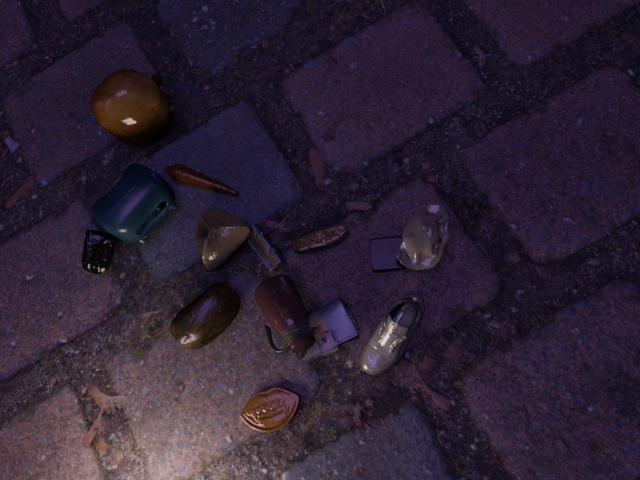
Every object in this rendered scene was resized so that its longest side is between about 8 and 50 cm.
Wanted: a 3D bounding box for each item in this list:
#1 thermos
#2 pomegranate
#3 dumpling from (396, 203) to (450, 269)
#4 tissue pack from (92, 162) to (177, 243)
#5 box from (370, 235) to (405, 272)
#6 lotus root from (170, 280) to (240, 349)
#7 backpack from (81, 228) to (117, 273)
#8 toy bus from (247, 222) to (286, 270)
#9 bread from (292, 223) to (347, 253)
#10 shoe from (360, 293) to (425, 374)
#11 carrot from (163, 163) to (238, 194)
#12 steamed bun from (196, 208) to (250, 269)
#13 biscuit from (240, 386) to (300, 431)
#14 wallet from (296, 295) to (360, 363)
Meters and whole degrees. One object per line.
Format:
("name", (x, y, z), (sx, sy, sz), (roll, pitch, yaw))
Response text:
("thermos", (-0.120, 0.267, 1.749), (0.176, 0.146, 0.265), (-40, 54, 12))
("pomegranate", (-0.751, -0.527, 2.031), (0.307, 0.307, 0.307), (-2, 75, 9))
("dumpling", (0.366, -0.012, 1.781), (0.162, 0.132, 0.250), (27, 82, 19))
("tissue pack", (-0.700, -0.132, 1.963), (0.206, 0.198, 0.287), (35, 79, 18))
("box", (0.243, 0.049, 1.844), (0.125, 0.027, 0.126), (-5, 73, 6))
("lotus root", (-0.403, 0.269, 1.829), (0.152, 0.160, 0.275), (40, 85, 27))
("backpack", (-0.863, 0.044, 1.997), (0.120, 0.106, 0.165), (19, 99, 0))
("toy bus", (-0.206, 0.026, 1.910), (0.075, 0.064, 0.190), (-43, 72, 10))
("bread", (-0.001, 0.000, 1.884), (0.214, 0.053, 0.073), (-19, 69, 7))
("shoe", (0.242, 0.306, 1.707), (0.124, 0.159, 0.316), (31, 80, 15))
("carrot", (-0.473, -0.240, 2.027), (0.336, 0.069, 0.069), (18, 79, 11))
("steamed bun", (-0.398, -0.030, 1.916), (0.231, 0.110, 0.212), (-46, 60, 8))
("biscuit", (-0.172, 0.585, 1.771), (0.220, 0.029, 0.142), (-15, 74, 5))
("wallet", (0.011, 0.318, 1.792), (0.231, 0.069, 0.170), (-29, 68, 8))
